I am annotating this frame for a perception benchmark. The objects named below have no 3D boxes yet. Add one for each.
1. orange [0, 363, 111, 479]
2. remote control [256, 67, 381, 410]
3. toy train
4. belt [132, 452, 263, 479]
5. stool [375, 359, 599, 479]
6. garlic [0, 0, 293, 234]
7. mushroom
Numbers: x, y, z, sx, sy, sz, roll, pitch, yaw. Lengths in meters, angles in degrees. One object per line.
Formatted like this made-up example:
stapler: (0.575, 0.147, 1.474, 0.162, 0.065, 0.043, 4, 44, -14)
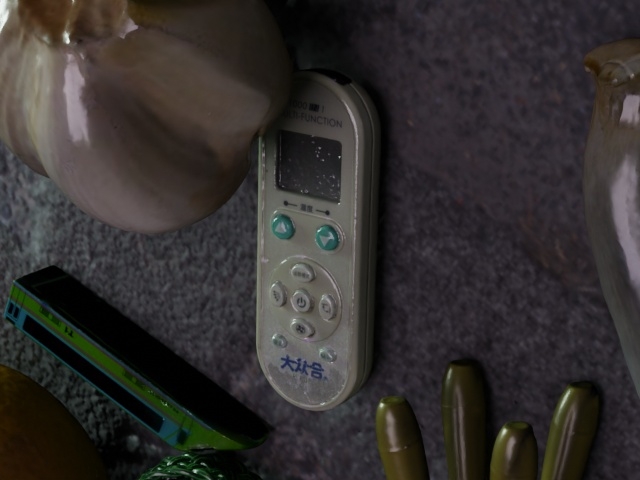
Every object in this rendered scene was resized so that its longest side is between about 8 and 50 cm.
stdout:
orange: (-0.248, 0.199, 1.347, 0.236, 0.236, 0.236, 12, 112, 32)
remote control: (0.000, 0.000, 1.218, 0.078, 0.042, 0.221, 14, 112, 32)
toy train: (-0.126, 0.093, 1.334, 0.209, 0.044, 0.042, 35, 122, 21)
belt: (-0.076, 0.216, 1.312, 0.121, 0.079, 0.151, -26, 87, 16)
stool: (0.098, 0.141, 1.152, 0.135, 0.134, 0.111, -3, 103, -11)
garlic: (-0.112, -0.136, 1.151, 0.184, 0.203, 0.281, -30, 65, 36)
mushroom: (0.200, 0.025, 1.055, 0.096, 0.099, 0.278, -22, 89, 32)
